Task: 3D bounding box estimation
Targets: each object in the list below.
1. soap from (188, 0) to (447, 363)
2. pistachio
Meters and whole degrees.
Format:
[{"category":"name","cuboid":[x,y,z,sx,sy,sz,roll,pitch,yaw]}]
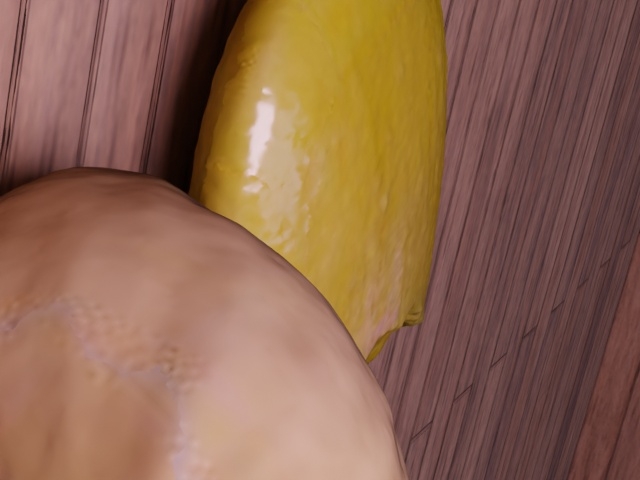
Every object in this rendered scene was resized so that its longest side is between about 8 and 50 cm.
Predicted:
[{"category":"soap","cuboid":[0.003,0.001,0.876,0.306,0.115,0.427,-51,152,-45]},{"category":"pistachio","cuboid":[-0.073,0.092,0.578,0.309,0.230,0.230,-135,-122,-68]}]
